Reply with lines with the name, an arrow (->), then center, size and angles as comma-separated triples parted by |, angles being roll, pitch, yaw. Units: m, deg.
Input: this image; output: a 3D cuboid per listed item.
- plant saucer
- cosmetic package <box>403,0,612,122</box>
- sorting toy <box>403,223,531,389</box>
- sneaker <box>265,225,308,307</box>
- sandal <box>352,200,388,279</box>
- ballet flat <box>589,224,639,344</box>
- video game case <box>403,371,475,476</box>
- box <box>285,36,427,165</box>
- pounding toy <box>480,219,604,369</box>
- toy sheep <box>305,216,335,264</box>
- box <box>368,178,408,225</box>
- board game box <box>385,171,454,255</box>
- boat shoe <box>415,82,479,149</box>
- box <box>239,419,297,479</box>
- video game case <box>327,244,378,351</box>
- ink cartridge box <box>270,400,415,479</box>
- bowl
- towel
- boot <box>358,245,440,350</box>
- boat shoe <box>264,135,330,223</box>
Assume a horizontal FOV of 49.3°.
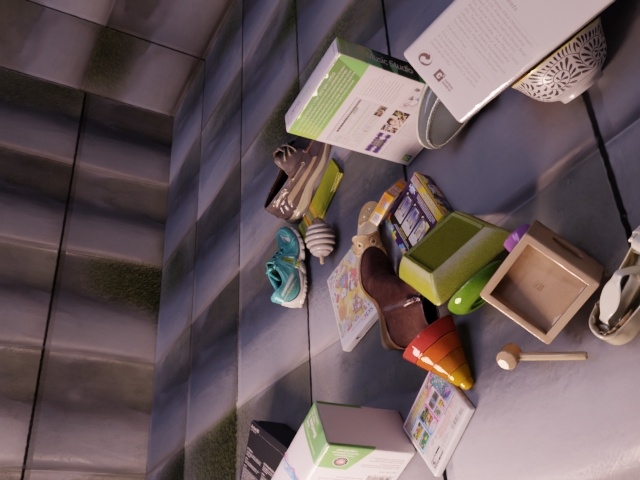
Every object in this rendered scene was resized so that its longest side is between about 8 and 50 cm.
plant saucer -> 0.236, 0.016, 1.283 | 0.188, 0.045, 0.188 | -41, 21, -3
cosmetic package -> 0.365, -0.400, 1.079 | 0.230, 0.161, 0.453 | -40, 0, -42
sorting toy -> 0.294, 0.136, 1.216 | 0.126, 0.127, 0.365 | 51, 126, 23
sneaker -> -0.102, 0.067, 1.986 | 0.107, 0.110, 0.275 | 115, 155, -45
sandal -> 0.100, -0.001, 1.616 | 0.088, 0.079, 0.240 | -22, 49, 32
ballet flat -> 0.442, 0.035, 0.946 | 0.248, 0.086, 0.086 | -67, 27, 18
video game case -> 0.221, 0.337, 1.322 | 0.157, 0.019, 0.143 | -69, 26, 18
box -> 0.117, -0.284, 1.481 | 0.232, 0.322, 0.058 | -49, 40, 43
pounding toy -> 0.344, 0.106, 1.083 | 0.206, 0.181, 0.094 | -60, -14, 28
toy sheep -> 0.000, 0.000, 1.860 | 0.091, 0.091, 0.132 | -33, 63, 55
box -> 0.159, -0.089, 1.574 | 0.136, 0.028, 0.081 | -36, -22, -58
board game box -> 0.213, -0.042, 1.486 | 0.141, 0.048, 0.170 | -60, 30, 27
boat shoe -> 0.294, -0.313, 1.377 | 0.319, 0.116, 0.099 | -60, 27, 20
box -> -0.106, 0.583, 1.770 | 0.261, 0.103, 0.184 | 7, 87, 65
video game case -> 0.090, 0.118, 1.684 | 0.206, 0.026, 0.227 | -56, 33, 37
ink cartridge box -> 0.033, 0.473, 1.425 | 0.278, 0.201, 0.117 | -63, 28, 27
bowl -> 0.406, -0.278, 1.139 | 0.170, 0.080, 0.170 | -40, 1, 1
towel -> -0.003, -0.113, 1.988 | 0.237, 0.021, 0.102 | -64, 29, 24
boot -> 0.168, 0.095, 1.445 | 0.207, 0.090, 0.248 | 131, 132, -58
boat shoe -> -0.070, -0.225, 2.050 | 0.132, 0.130, 0.355 | 34, 108, 63
